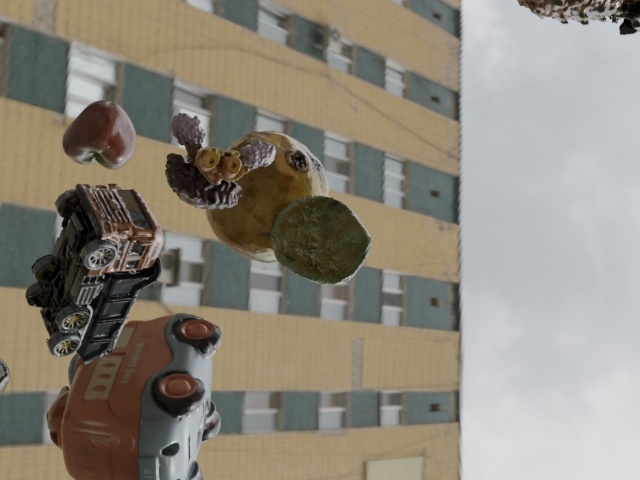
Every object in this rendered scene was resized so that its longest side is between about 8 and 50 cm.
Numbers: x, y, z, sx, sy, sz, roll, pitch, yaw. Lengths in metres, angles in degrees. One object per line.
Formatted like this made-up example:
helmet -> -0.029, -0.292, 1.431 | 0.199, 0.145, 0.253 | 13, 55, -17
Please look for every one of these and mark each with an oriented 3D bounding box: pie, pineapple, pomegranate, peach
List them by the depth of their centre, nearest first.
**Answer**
pineapple -> 0.415, -0.354, 1.270 | 0.170, 0.310, 0.141 | -103, -155, -52
pie -> 0.000, 0.000, 1.686 | 0.187, 0.187, 0.041 | 62, -24, 28
pomegranate -> -0.107, -0.087, 1.859 | 0.260, 0.260, 0.260 | -7, -102, 37
peach -> -0.468, -0.228, 2.020 | 0.152, 0.152, 0.152 | -7, -102, 37

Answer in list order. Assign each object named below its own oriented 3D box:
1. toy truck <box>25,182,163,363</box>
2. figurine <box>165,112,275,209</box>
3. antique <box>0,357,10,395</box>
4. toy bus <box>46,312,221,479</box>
toy truck -> -0.223, 0.034, 0.927 | 0.083, 0.092, 0.192 | 55, -49, 33
figurine -> -0.176, -0.117, 1.523 | 0.240, 0.175, 0.115 | 145, -37, -67
antique -> -0.522, 0.144, 1.266 | 0.080, 0.221, 0.081 | -57, -178, -24
toy bus -> -0.263, 0.236, 1.349 | 0.232, 0.287, 0.194 | 2, -59, 2
